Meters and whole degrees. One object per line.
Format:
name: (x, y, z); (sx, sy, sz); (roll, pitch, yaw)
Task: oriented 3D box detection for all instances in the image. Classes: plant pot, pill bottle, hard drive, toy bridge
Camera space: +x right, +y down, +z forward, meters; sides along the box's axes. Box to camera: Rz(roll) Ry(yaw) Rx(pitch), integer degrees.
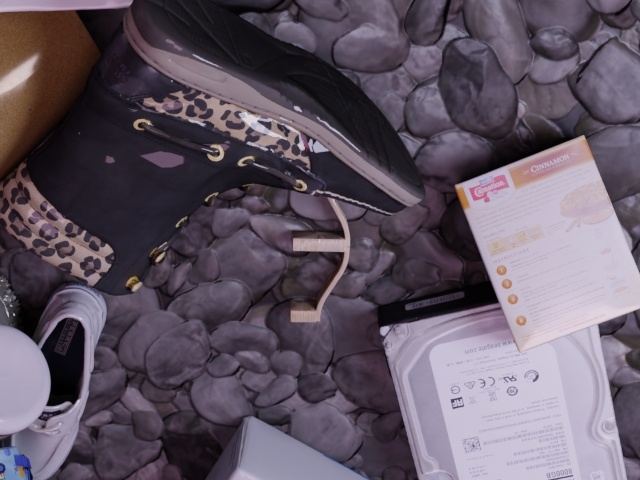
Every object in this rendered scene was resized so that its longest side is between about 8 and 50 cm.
plant pot: (-0.344, -0.156, 1.234); (0.254, 0.237, 0.237); (-31, 109, -3)
pill bottle: (-0.390, 0.170, 1.374); (0.215, 0.117, 0.117); (-25, 113, 43)
hard drive: (0.215, 0.209, 1.452); (0.237, 0.064, 0.339); (-12, 112, 6)
toy bridge: (0.000, 0.000, 1.387); (0.063, 0.026, 0.188); (2, 112, -3)

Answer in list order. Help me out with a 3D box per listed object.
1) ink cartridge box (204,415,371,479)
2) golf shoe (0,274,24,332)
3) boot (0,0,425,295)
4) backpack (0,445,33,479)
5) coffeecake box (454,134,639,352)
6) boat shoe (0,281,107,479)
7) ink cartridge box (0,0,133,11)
ink cartridge box: (-0.069, 0.396, 1.490); (0.223, 0.129, 0.307); (29, 110, -9)
golf shoe: (-0.398, 0.055, 1.402); (0.086, 0.069, 0.176); (-24, 110, 33)
boot: (-0.106, -0.062, 1.257); (0.377, 0.138, 0.284); (24, 124, -42)
backpack: (-0.372, 0.320, 1.352); (0.158, 0.173, 0.117); (-2, 156, -28)
coffeecake box: (0.238, 0.004, 1.326); (0.142, 0.068, 0.185); (-21, 86, 8)
boat shoe: (-0.307, 0.171, 1.426); (0.095, 0.084, 0.258); (14, 111, -6)
ink cartridge box: (-0.222, -0.384, 1.110); (0.207, 0.119, 0.353); (-3, 90, -4)
